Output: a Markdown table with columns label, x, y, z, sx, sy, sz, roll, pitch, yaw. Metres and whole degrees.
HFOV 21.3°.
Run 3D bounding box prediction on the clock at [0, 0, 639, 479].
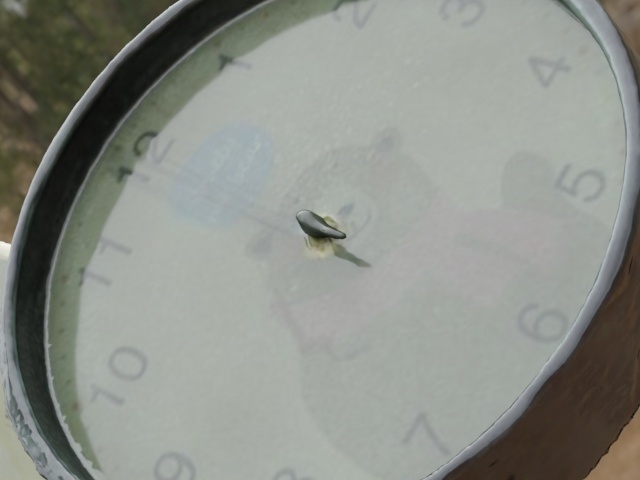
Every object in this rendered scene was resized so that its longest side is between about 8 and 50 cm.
| label | x | y | z | sx | sy | sz | roll | pitch | yaw |
| --- | --- | --- | --- | --- | --- | --- | --- | --- | --- |
| clock | 0.000 | 0.000 | 0.646 | 0.281 | 0.055 | 0.280 | -15 | 56 | 23 |

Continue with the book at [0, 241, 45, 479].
| label | x | y | z | sx | sy | sz | roll | pitch | yaw |
| --- | --- | --- | --- | --- | --- | --- | --- | --- | --- |
| book | -0.204 | 0.158 | 1.367 | 0.201 | 0.289 | 0.026 | 14 | 19 | 33 |
